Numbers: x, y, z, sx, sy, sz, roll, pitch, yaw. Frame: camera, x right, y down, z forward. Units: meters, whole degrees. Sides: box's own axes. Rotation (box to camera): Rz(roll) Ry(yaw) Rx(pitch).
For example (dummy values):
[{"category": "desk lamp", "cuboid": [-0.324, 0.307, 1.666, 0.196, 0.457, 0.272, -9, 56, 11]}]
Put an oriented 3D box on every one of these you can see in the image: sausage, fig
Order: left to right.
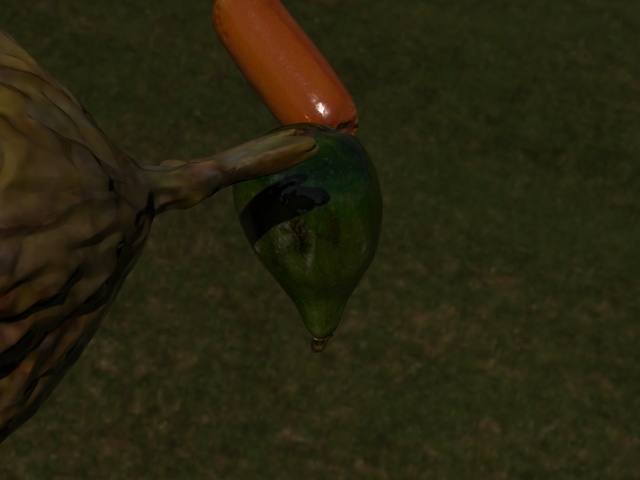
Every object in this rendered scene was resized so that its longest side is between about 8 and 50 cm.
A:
[{"category": "fig", "cuboid": [-0.173, -0.022, 0.741, 0.369, 0.286, 0.286, -13, 33, -11]}, {"category": "sausage", "cuboid": [-0.037, -0.168, 1.226, 0.076, 0.076, 0.197, -22, 70, -48]}, {"category": "fig", "cuboid": [0.000, 0.000, 0.963, 0.117, 0.177, 0.117, -14, 16, 4]}]
